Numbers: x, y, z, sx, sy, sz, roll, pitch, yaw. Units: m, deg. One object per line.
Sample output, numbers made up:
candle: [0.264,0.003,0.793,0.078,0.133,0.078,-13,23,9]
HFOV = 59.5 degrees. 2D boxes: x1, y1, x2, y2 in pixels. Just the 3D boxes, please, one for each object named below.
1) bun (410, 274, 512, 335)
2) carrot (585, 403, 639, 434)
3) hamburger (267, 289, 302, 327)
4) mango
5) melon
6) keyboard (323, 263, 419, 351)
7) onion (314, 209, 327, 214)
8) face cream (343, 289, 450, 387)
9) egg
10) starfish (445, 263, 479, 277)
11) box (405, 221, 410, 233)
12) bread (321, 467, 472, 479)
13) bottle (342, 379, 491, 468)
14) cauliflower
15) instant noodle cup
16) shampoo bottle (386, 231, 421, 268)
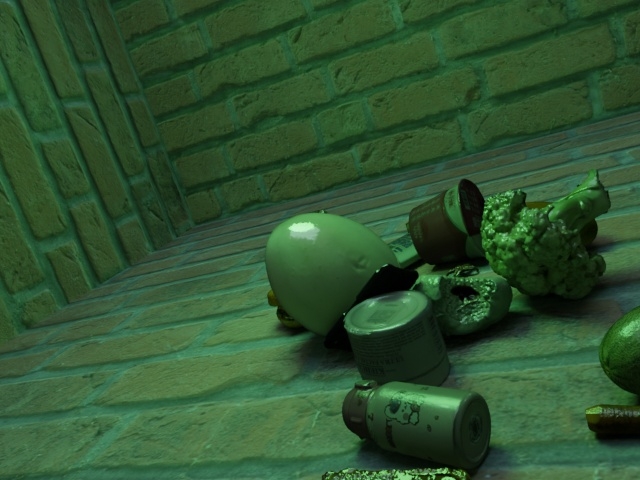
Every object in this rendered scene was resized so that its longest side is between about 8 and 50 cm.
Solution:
bun: [0.294,0.136,1.186,0.212,0.127,0.203,-3,-7,30]
carrot: [0.452,0.241,0.754,0.170,0.042,0.042,-10,16,29]
hamburger: [-0.054,0.162,1.552,0.181,0.118,0.191,-22,17,-28]
mango: [0.580,-0.031,1.458,0.254,0.139,0.176,-3,31,24]
melon: [0.508,0.155,0.814,0.192,0.139,0.139,-21,14,2]
keyboard: [0.103,0.149,1.191,0.106,0.262,0.016,13,36,-31]
onion: [0.000,0.000,1.856,0.251,0.219,0.252,-3,-16,-1]
face cream: [0.148,0.197,1.085,0.177,0.153,0.177,-18,14,5]
egg: [0.024,0.080,1.332,0.283,0.345,0.283,-52,13,17]
starfish: [0.381,0.080,1.501,0.091,0.028,0.078,-23,12,-39]
box: [0.431,-0.063,1.909,0.159,0.071,0.240,-27,15,-38]
bread: [0.080,0.358,0.664,0.222,0.096,0.181,-11,16,21]
bottle: [0.138,0.278,0.875,0.233,0.110,0.110,-4,20,43]
cauliflower: [0.492,0.001,1.187,0.280,0.261,0.327,-20,-16,16]
instant noodle cup: [0.374,-0.038,1.598,0.178,0.235,0.234,-21,10,34]
shampoo bottle: [0.249,0.042,1.715,0.359,0.078,0.134,-25,19,-28]
